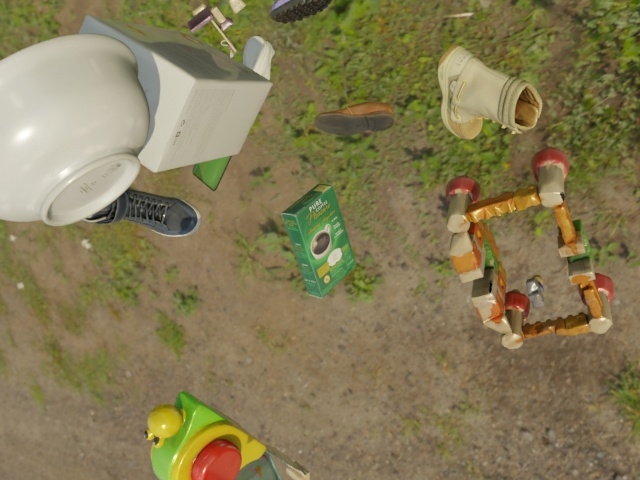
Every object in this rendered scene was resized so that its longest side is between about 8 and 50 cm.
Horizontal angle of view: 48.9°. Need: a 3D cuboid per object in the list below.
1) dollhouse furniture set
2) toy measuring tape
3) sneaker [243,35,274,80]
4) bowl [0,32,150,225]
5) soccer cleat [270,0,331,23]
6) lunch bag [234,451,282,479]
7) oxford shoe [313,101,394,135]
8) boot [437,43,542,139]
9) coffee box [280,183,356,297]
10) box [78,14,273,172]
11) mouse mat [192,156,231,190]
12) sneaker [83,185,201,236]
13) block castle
[{"bbox_3d":[-0.153,-0.348,1.111,0.081,0.091,0.114,49,-169,-40],"label":"dollhouse furniture set"},{"bbox_3d":[-0.131,0.307,0.957,0.121,0.121,0.330,14,156,39],"label":"toy measuring tape"},{"bbox_3d":[-0.173,-0.408,1.805,0.080,0.094,0.212,29,97,30],"label":"sneaker"},{"bbox_3d":[-0.328,-0.112,0.905,0.134,0.298,0.298,53,138,6],"label":"bowl"},{"bbox_3d":[0.001,-0.642,1.709,0.318,0.108,0.116,-26,83,28],"label":"soccer cleat"},{"bbox_3d":[-0.191,0.485,1.145,0.262,0.223,0.160,-33,85,18],"label":"lunch bag"},{"bbox_3d":[0.088,-0.330,1.874,0.212,0.076,0.076,-3,144,4],"label":"oxford shoe"},{"bbox_3d":[0.350,-0.266,1.442,0.203,0.095,0.262,36,164,32],"label":"boot"},{"bbox_3d":[0.000,0.000,1.296,0.040,0.113,0.184,12,132,41],"label":"coffee box"},{"bbox_3d":[-0.264,-0.262,1.257,0.215,0.345,0.168,32,109,9],"label":"box"},{"bbox_3d":[-0.228,-0.196,1.550,0.153,0.007,0.189,-64,31,6],"label":"mouse mat"},{"bbox_3d":[-0.358,-0.057,1.358,0.226,0.163,0.086,16,97,13],"label":"sneaker"},{"bbox_3d":[0.503,0.025,1.701,0.303,0.213,0.453,-17,118,26],"label":"block castle"}]
